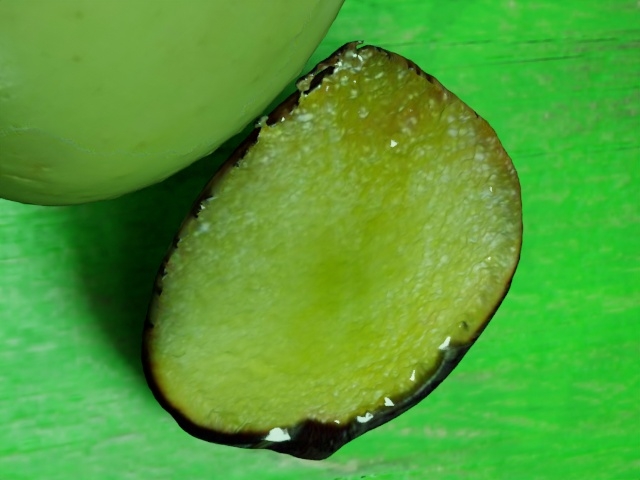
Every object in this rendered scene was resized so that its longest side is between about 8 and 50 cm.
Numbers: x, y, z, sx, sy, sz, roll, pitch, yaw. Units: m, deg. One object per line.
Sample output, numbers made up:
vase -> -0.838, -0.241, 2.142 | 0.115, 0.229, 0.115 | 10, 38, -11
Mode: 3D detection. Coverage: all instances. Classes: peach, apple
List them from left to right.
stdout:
apple -> -0.104, -0.149, 0.608 | 0.279, 0.279, 0.279 | -5, 102, -26
peach -> -0.002, -0.002, 0.747 | 0.189, 0.068, 0.279 | -21, 142, -20
